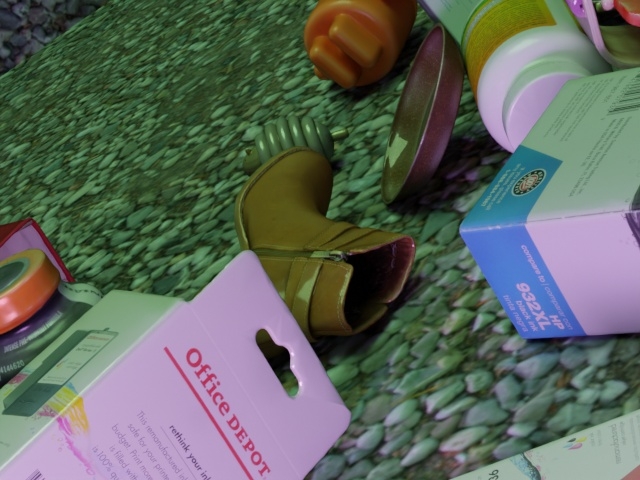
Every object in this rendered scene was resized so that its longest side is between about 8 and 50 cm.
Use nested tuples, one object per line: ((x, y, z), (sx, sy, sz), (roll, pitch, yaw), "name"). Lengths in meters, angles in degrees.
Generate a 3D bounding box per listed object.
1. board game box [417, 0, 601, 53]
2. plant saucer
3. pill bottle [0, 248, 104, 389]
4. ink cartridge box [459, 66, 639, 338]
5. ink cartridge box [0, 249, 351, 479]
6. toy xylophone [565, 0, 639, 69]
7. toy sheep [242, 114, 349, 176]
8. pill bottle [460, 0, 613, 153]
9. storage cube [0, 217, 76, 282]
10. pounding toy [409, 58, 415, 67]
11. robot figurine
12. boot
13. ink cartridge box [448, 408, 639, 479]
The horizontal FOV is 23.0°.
((0.244, -0.346, 1.769), (0.303, 0.224, 0.097), (-37, -11, 4), "board game box")
((0.111, -0.129, 1.662), (0.198, 0.036, 0.198), (-165, 90, -82), "plant saucer")
((-0.216, 0.127, 1.393), (0.130, 0.245, 0.130), (-25, 24, 12), "pill bottle")
((0.302, -0.043, 1.250), (0.307, 0.129, 0.223), (-7, 33, 44), "ink cartridge box")
((-0.157, 0.182, 1.259), (0.353, 0.207, 0.119), (-43, 27, -28), "ink cartridge box")
((0.376, -0.235, 1.505), (0.323, 0.081, 0.236), (-8, 25, -8), "toy xylophone")
((-0.030, -0.107, 1.844), (0.132, 0.091, 0.091), (-23, 24, 5), "toy sheep")
((0.220, -0.162, 1.580), (0.136, 0.136, 0.245), (-27, 23, 11), "pill bottle")
((-0.376, 0.112, 1.696), (0.193, 0.183, 0.215), (-11, 31, 40), "storage cube")
((0.182, -0.279, 1.915), (0.206, 0.094, 0.181), (-38, 24, -17), "pounding toy")
((0.056, -0.284, 2.038), (0.128, 0.158, 0.219), (8, 35, 13), "robot figurine")
((0.000, 0.000, 1.555), (0.220, 0.109, 0.283), (-10, 33, 42), "boot")
((0.142, 0.199, 1.040), (0.198, 0.067, 0.115), (-24, 25, 17), "ink cartridge box")
